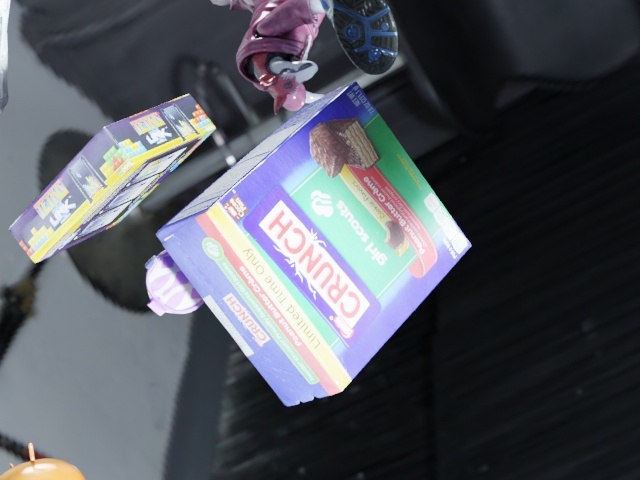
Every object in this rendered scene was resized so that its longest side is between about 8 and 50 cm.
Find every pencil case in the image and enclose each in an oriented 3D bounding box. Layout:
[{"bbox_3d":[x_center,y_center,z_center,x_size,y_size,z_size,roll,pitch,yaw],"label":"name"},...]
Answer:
[{"bbox_3d":[-0.172,0.047,1.905,0.086,0.088,0.206,33,4,0],"label":"pencil case"}]

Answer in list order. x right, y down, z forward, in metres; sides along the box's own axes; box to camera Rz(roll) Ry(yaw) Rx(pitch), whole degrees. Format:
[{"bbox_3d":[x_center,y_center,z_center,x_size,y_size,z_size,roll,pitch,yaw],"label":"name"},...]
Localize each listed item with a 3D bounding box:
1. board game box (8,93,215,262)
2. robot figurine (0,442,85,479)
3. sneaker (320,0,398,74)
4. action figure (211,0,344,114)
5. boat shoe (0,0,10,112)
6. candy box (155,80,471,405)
[{"bbox_3d":[-0.199,-0.060,1.436,0.048,0.170,0.141,53,33,5],"label":"board game box"},{"bbox_3d":[-0.308,0.344,1.717,0.219,0.128,0.158,67,10,15],"label":"robot figurine"},{"bbox_3d":[0.040,-0.314,1.946,0.081,0.080,0.211,-89,154,-72],"label":"sneaker"},{"bbox_3d":[-0.058,-0.330,2.200,0.275,0.248,0.370,17,42,0],"label":"action figure"},{"bbox_3d":[-0.375,-0.240,1.610,0.103,0.320,0.118,-29,61,-35],"label":"boat shoe"},{"bbox_3d":[0.000,0.000,1.836,0.268,0.122,0.317,54,51,-10],"label":"candy box"}]
